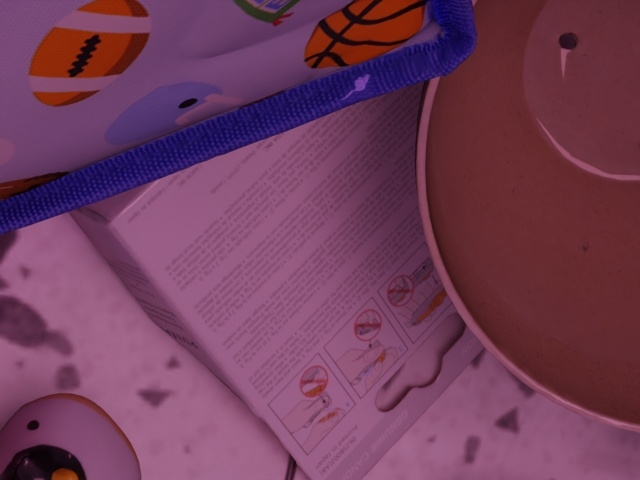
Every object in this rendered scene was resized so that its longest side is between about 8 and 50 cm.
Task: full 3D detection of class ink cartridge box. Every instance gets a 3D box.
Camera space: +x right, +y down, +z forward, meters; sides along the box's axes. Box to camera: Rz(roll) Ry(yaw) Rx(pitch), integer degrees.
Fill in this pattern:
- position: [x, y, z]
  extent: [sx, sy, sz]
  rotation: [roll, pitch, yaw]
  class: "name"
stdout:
- position: [0.000, 0.000, 0.878]
  extent: [0.189, 0.066, 0.232]
  rotation: [-45, 130, -15]
  class: "ink cartridge box"

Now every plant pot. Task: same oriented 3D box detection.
- position: [0.182, -0.069, 0.842]
  extent: [0.284, 0.191, 0.284]
  rotation: [-1, 110, -2]
  class: "plant pot"

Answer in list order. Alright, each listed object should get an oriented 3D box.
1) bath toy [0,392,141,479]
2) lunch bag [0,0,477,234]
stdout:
- position: [-0.195, 0.081, 0.743]
  extent: [0.151, 0.129, 0.348]
  rotation: [-43, 108, -15]
  class: "bath toy"
- position: [-0.176, -0.166, 0.613]
  extent: [0.385, 0.239, 0.328]
  rotation: [-21, 68, 5]
  class: "lunch bag"
